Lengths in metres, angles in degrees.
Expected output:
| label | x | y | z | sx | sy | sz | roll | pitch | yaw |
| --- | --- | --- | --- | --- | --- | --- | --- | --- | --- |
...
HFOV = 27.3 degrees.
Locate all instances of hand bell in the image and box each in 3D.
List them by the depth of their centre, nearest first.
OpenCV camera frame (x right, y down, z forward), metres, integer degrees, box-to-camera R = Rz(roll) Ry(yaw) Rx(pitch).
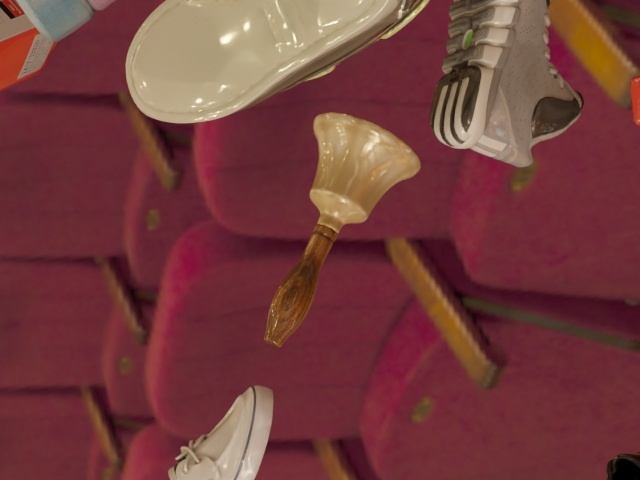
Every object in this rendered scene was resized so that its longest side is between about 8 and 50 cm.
| label | x | y | z | sx | sy | sz | roll | pitch | yaw |
| --- | --- | --- | --- | --- | --- | --- | --- | --- | --- |
| hand bell | 0.000 | 0.000 | 1.379 | 0.126 | 0.126 | 0.242 | -12 | 49 | 64 |

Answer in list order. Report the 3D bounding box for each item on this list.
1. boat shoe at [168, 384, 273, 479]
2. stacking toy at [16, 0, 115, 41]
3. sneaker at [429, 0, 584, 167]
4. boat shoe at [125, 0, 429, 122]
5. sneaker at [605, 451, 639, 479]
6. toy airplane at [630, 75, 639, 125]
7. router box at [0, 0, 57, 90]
| label | x | y | z | sx | sy | sz | roll | pitch | yaw |
| --- | --- | --- | --- | --- | --- | --- | --- | --- | --- |
| boat shoe | -0.134 | 0.276 | 1.525 | 0.258 | 0.084 | 0.095 | -65 | 18 | 13 |
| stacking toy | -0.183 | -0.242 | 0.615 | 0.309 | 0.130 | 0.280 | 63 | -179 | -79 |
| sneaker | 0.180 | -0.169 | 1.150 | 0.086 | 0.132 | 0.229 | -1 | 69 | 60 |
| boat shoe | -0.035 | -0.171 | 1.060 | 0.305 | 0.091 | 0.109 | -19 | 89 | 40 |
| sneaker | 0.333 | 0.233 | 1.335 | 0.063 | 0.170 | 0.075 | -15 | 115 | 46 |
| toy airplane | 0.654 | -0.216 | 1.723 | 0.384 | 0.272 | 0.386 | 37 | 99 | 6 |
| router box | -0.429 | -0.232 | 1.073 | 0.335 | 0.301 | 0.082 | 47 | 133 | 7 |
